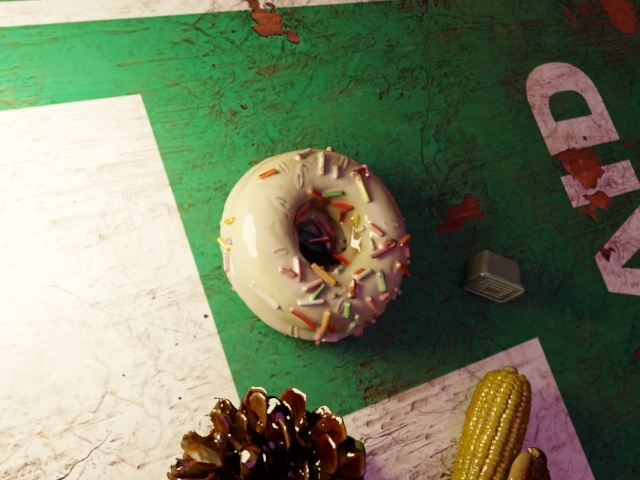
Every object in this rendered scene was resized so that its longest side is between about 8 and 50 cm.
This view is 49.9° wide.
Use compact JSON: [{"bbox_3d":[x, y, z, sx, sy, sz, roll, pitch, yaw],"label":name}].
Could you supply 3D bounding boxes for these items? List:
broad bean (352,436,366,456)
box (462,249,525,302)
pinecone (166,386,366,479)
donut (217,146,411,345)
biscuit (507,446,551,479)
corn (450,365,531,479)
[{"bbox_3d":[0.031,0.485,1.178,0.060,0.043,0.297,28,63,-27],"label":"broad bean"},{"bbox_3d":[0.367,0.076,1.457,0.122,0.084,0.069,21,58,-19],"label":"box"},{"bbox_3d":[-0.084,0.371,1.048,0.296,0.242,0.298,13,74,-23],"label":"pinecone"},{"bbox_3d":[0.000,0.000,1.275,0.383,0.142,0.382,8,70,-22],"label":"donut"},{"bbox_3d":[0.386,0.494,1.279,0.226,0.042,0.225,-10,102,-53],"label":"biscuit"},{"bbox_3d":[0.314,0.403,1.296,0.120,0.120,0.363,32,60,-12],"label":"corn"}]
